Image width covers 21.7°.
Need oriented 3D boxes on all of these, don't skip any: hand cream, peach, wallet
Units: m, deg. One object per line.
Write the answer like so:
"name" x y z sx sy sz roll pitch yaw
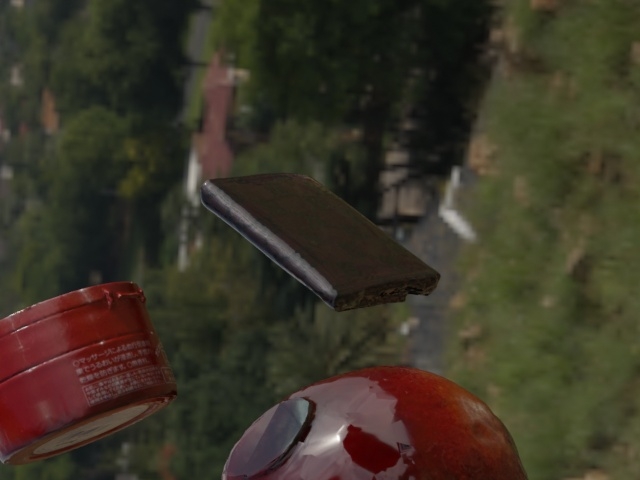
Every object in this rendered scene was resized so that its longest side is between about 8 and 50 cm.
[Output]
"hand cream" -0.243 0.130 1.626 0.193 0.193 0.125 125 124 -69
"peach" 0.045 0.329 2.080 0.310 0.406 0.335 51 -163 -19
"wallet" 0.000 0.000 1.780 0.229 0.182 0.049 38 117 34
